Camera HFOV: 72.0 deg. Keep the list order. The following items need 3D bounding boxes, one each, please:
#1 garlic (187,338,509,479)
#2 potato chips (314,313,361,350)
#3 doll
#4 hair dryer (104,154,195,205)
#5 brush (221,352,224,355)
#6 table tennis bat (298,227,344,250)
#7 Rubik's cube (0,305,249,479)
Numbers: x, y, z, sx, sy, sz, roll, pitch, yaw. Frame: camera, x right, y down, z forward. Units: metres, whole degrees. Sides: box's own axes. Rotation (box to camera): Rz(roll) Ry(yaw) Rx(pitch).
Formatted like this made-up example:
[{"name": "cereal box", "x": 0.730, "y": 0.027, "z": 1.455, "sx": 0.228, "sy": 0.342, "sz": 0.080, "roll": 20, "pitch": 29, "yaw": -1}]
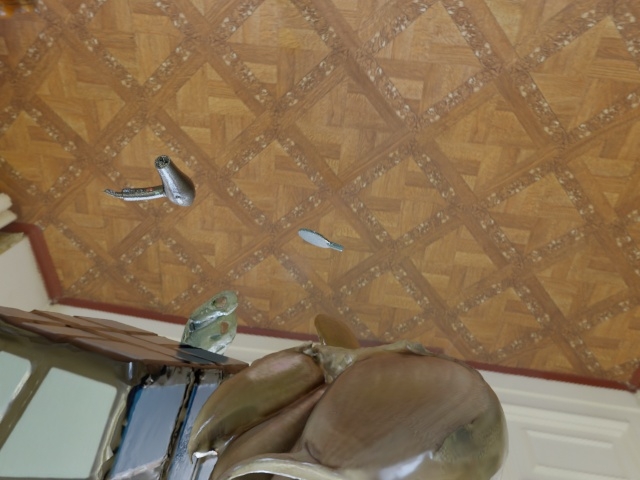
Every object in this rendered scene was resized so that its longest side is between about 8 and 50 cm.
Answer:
[{"name": "garlic", "x": 0.022, "y": 0.169, "z": 0.392, "sx": 0.238, "sy": 0.292, "sz": 0.210, "roll": 31, "pitch": 107, "yaw": 7}, {"name": "potato chips", "x": 0.054, "y": 0.237, "z": 0.928, "sx": 0.062, "sy": 0.208, "sz": 0.195, "roll": -29, "pitch": 93, "yaw": 9}, {"name": "doll", "x": -0.199, "y": 0.167, "z": 0.783, "sx": 0.071, "sy": 0.104, "sz": 0.214, "roll": 49, "pitch": 131, "yaw": 30}, {"name": "hair dryer", "x": -0.527, "y": -0.159, "z": 1.323, "sx": 0.272, "sy": 0.091, "sz": 0.235, "roll": -11, "pitch": 158, "yaw": -2}, {"name": "brush", "x": -0.320, "y": 0.402, "z": 1.377, "sx": 0.030, "sy": 0.178, "sz": 0.033, "roll": 32, "pitch": 129, "yaw": -20}, {"name": "table tennis bat", "x": 0.000, "y": 0.000, "z": 1.378, "sx": 0.155, "sy": 0.019, "sz": 0.100, "roll": 20, "pitch": 160, "yaw": 19}, {"name": "Rubik's cube", "x": -0.287, "y": 0.249, "z": 0.530, "sx": 0.294, "sy": 0.283, "sz": 0.288, "roll": 10, "pitch": 79, "yaw": 16}]
